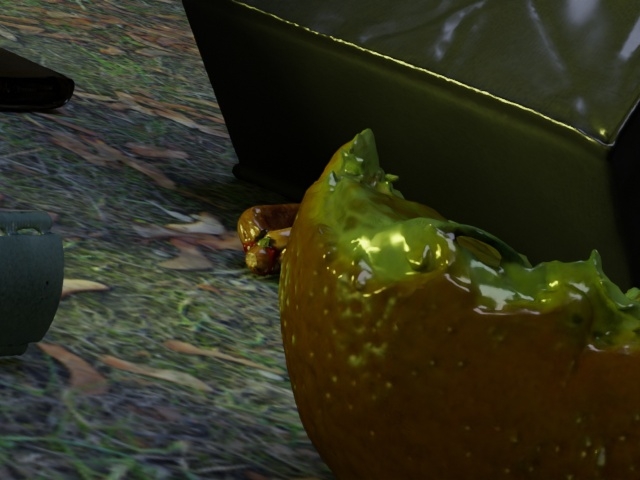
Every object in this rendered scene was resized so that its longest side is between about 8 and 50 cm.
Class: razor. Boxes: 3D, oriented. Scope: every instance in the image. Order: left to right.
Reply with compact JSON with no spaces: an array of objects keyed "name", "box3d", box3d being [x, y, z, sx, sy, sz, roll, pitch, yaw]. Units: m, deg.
[{"name":"razor","box3d":[-0.233,-0.005,0.838,0.232,0.068,0.106,18,9,32]}]

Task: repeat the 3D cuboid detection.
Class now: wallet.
[{"name":"wallet","box3d":[-0.287,-0.141,1.388,0.198,0.031,0.110,25,15,28]}]

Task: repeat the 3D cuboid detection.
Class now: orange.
[{"name":"orange","box3d":[0.094,0.060,0.737,0.237,0.158,0.179,16,6,10]}]

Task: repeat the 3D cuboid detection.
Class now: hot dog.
[{"name":"hot dog","box3d":[-0.001,0.002,1.148,0.062,0.038,0.144,28,18,30]}]

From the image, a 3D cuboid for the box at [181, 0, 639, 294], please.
[{"name":"box","box3d":[0.120,-0.129,1.251,0.345,0.251,0.204,23,-30,29]}]
